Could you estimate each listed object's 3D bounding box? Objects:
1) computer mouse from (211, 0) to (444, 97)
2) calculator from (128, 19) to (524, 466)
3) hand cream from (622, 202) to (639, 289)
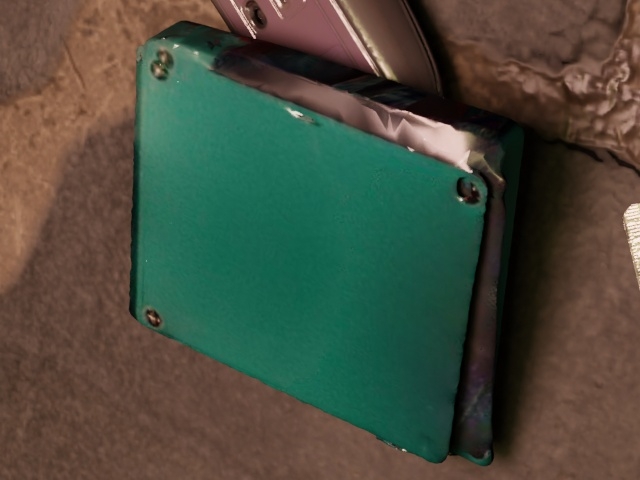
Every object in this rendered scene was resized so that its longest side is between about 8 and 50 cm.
[{"bbox_3d":[-0.006,-0.146,1.115,0.120,0.057,0.232,-35,86,39],"label":"computer mouse"},{"bbox_3d":[0.000,0.000,1.105,0.274,0.058,0.248,20,127,25],"label":"calculator"},{"bbox_3d":[0.286,-0.003,0.995,0.234,0.050,0.080,-13,93,34],"label":"hand cream"}]
